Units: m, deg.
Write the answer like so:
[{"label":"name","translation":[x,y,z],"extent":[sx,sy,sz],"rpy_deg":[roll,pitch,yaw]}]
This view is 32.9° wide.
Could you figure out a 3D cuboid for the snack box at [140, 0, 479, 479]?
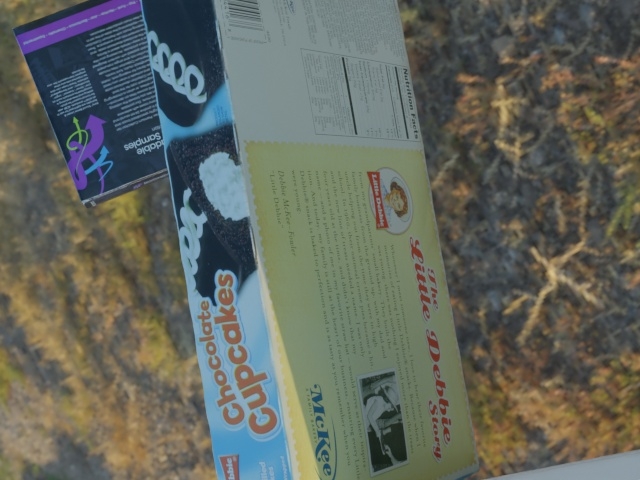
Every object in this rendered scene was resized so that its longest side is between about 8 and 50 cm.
[{"label":"snack box","translation":[0.000,0.000,0.643],"extent":[0.060,0.187,0.321],"rpy_deg":[-13,84,37]}]

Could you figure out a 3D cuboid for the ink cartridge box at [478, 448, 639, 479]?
[{"label":"ink cartridge box","translation":[0.153,0.198,0.628],"extent":[0.198,0.273,0.114],"rpy_deg":[127,133,-59]}]

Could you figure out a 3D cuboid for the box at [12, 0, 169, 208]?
[{"label":"box","translation":[-0.169,-0.120,0.888],"extent":[0.029,0.116,0.162],"rpy_deg":[98,150,-78]}]
